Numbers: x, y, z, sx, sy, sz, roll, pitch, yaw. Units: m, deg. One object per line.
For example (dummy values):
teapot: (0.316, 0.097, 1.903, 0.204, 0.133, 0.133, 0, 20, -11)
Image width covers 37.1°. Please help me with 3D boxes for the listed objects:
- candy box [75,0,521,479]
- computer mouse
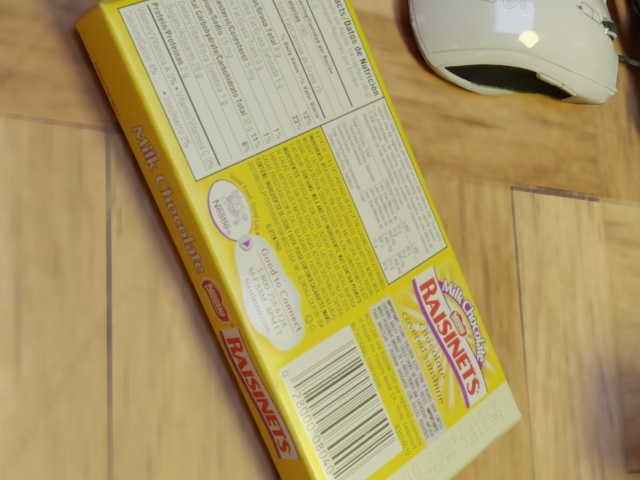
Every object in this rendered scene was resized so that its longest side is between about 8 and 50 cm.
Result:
candy box: (0.000, 0.000, 0.350, 0.105, 0.027, 0.206, -29, 99, -40)
computer mouse: (0.123, -0.098, 0.453, 0.193, 0.042, 0.106, 0, 82, -37)
